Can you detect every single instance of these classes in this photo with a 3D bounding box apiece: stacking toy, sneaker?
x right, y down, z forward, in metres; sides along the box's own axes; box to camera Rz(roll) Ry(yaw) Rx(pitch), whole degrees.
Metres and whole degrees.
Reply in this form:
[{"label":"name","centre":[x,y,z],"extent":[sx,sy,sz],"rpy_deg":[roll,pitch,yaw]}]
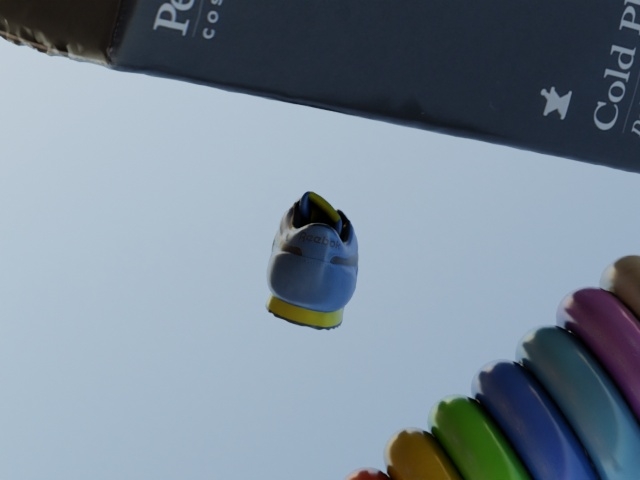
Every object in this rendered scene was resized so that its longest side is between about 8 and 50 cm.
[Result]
[{"label":"stacking toy","centre":[0.095,0.147,0.916],"extent":[0.330,0.141,0.141],"rpy_deg":[-31,-141,-3]},{"label":"sneaker","centre":[0.000,0.000,1.093],"extent":[0.209,0.069,0.082],"rpy_deg":[-83,-174,-78]}]

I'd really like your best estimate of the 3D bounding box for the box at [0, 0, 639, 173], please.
[{"label":"box","centre":[0.052,-0.326,1.023],"extent":[0.297,0.472,0.479],"rpy_deg":[25,-76,55]}]
